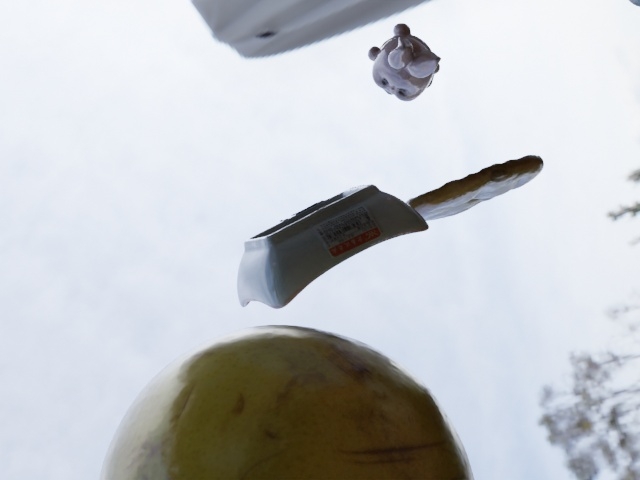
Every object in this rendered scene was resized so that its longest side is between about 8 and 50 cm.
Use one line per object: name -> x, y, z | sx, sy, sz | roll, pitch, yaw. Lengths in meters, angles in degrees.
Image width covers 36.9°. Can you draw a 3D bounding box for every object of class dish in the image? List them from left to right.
dish -> 0.000, 0.000, 1.111 | 0.212, 0.151, 0.077 | -27, -84, -20

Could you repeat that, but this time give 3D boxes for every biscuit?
biscuit -> 0.186, -0.061, 1.254 | 0.260, 0.203, 0.041 | -14, -95, -59

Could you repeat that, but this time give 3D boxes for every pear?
pear -> -0.024, 0.194, 0.674 | 0.280, 0.280, 0.281 | 27, -129, -39

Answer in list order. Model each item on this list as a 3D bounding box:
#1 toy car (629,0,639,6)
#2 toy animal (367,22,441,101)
toy car -> 0.451, -0.336, 1.086 | 0.235, 0.158, 0.172 | 51, 176, 27
toy animal -> 0.132, -0.281, 1.569 | 0.124, 0.124, 0.212 | 57, -166, -10
